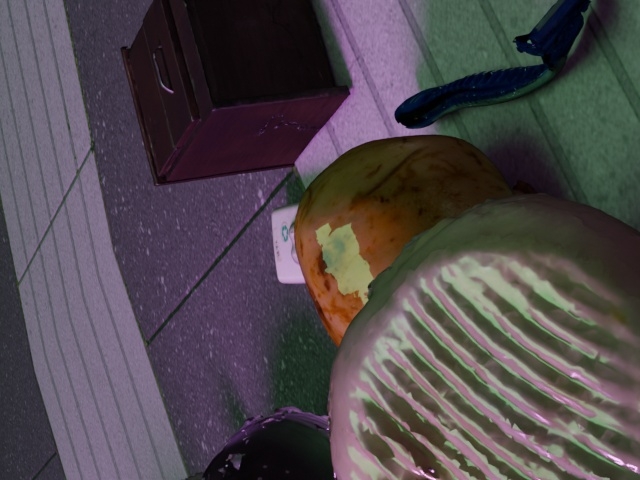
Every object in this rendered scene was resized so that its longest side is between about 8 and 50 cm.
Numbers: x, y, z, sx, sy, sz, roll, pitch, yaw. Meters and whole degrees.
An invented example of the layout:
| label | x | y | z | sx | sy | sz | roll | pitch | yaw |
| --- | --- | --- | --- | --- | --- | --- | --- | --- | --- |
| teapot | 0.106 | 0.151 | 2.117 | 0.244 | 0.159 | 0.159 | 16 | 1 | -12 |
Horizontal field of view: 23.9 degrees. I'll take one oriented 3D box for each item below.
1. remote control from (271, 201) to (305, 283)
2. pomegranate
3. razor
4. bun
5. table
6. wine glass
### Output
| label | x | y | z | sx | sy | sz | roll | pitch | yaw |
| --- | --- | --- | --- | --- | --- | --- | --- | --- | --- |
| remote control | 0.001 | 0.000 | 1.603 | 0.230 | 0.049 | 0.090 | 171 | 92 | -66 |
| pomegranate | 0.087 | 0.009 | 1.268 | 0.215 | 0.215 | 0.215 | 33 | 128 | 58 |
| razor | 0.142 | -0.135 | 1.262 | 0.056 | 0.093 | 0.324 | 45 | 159 | -7 |
| bun | 0.174 | 0.144 | 1.076 | 0.326 | 0.234 | 0.362 | 7 | 105 | 41 |
| table | -0.098 | -0.179 | 1.604 | 0.193 | 0.172 | 0.169 | -44 | 59 | 61 |
| wine glass | -0.066 | 0.311 | 1.700 | 0.357 | 0.190 | 0.190 | 131 | 126 | -62 |
